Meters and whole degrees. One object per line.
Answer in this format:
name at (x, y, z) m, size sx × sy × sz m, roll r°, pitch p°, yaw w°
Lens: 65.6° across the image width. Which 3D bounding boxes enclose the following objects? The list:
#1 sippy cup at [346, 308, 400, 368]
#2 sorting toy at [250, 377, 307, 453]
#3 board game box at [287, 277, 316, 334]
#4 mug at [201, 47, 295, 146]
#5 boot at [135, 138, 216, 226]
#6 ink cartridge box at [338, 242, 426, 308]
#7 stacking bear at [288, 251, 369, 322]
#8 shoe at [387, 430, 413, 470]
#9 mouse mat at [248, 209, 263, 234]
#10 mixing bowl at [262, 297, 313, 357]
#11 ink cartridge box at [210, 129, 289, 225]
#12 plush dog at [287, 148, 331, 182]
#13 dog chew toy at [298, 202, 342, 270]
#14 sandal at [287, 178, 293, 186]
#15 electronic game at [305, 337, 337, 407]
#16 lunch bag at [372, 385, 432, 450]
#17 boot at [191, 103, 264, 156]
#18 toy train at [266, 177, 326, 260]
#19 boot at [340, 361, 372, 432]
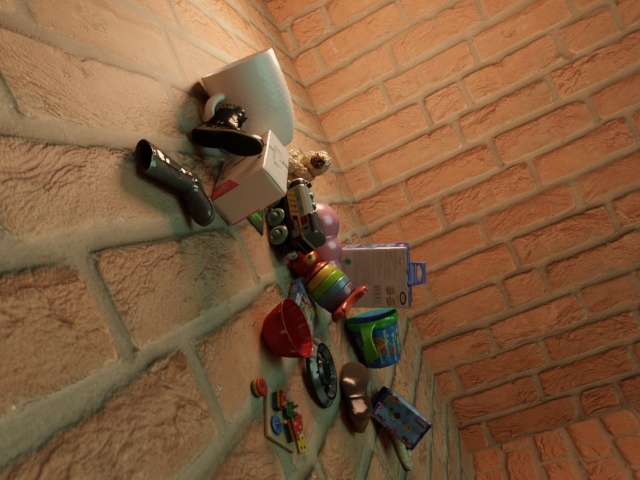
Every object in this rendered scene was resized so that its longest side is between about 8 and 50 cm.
sippy cup at (0.254, 0.440, 2.214) m, size 0.305 × 0.240 × 0.224 m, roll -18°, pitch 96°, yaw -36°
sorting toy at (-0.089, 0.470, 1.305) m, size 0.274 × 0.046 × 0.132 m, roll 53°, pitch 20°, yaw -41°
board game box at (-0.067, 0.240, 1.747) m, size 0.136 × 0.035 × 0.201 m, roll 61°, pitch 16°, yaw -20°
mug at (-0.265, -0.463, 1.786) m, size 0.374 × 0.276 × 0.328 m, roll -46°, pitch 123°, yaw -41°
boot at (-0.363, -0.142, 1.252) m, size 0.189 × 0.076 × 0.208 m, roll 57°, pitch 3°, yaw 26°
ink cartridge box at (0.253, 0.151, 2.156) m, size 0.151 × 0.396 × 0.270 m, roll -33°, pitch 120°, yaw -72°
stacking bear at (0.010, 0.149, 1.853) m, size 0.289 × 0.175 × 0.164 m, roll 45°, pitch -22°, yaw 7°
shoe at (0.356, 0.891, 2.146) m, size 0.219 × 0.058 × 0.076 m, roll 65°, pitch 15°, yaw -1°
mouse mat at (-0.250, -0.122, 1.734) m, size 0.189 × 0.007 × 0.152 m, roll 52°, pitch 21°, yaw -40°
mixing bowl at (-0.106, 0.269, 1.449) m, size 0.181 × 0.098 × 0.181 m, roll 57°, pitch 17°, yaw -28°
ink cartridge box at (-0.217, -0.204, 1.577) m, size 0.117 × 0.207 × 0.283 m, roll 51°, pitch 20°, yaw -29°
plush dog at (-0.055, -0.333, 2.285) m, size 0.210 × 0.225 × 0.262 m, roll 62°, pitch 16°, yaw -15°
dog chew toy at (-0.007, 0.020, 2.001) m, size 0.206 × 0.207 × 0.331 m, roll 9°, pitch 67°, yaw -72°
sandal at (-0.119, -0.161, 2.151) m, size 0.090 × 0.060 × 0.219 m, roll -86°, pitch 163°, yaw -49°
electronic game at (0.003, 0.438, 1.654) m, size 0.229 × 0.048 × 0.229 m, roll -15°, pitch 90°, yaw -75°
lunch bag at (0.341, 0.725, 2.115) m, size 0.221 × 0.138 × 0.293 m, roll 39°, pitch 2°, yaw 11°
boot at (-0.260, -0.353, 1.551) m, size 0.085 × 0.236 × 0.178 m, roll 87°, pitch 22°, yaw -45°
toy train at (-0.094, -0.085, 1.848) m, size 0.142 × 0.190 × 0.334 m, roll 48°, pitch 23°, yaw -50°
boot at (0.128, 0.576, 1.845) m, size 0.305 × 0.112 × 0.115 m, roll -93°, pitch -175°, yaw -63°
